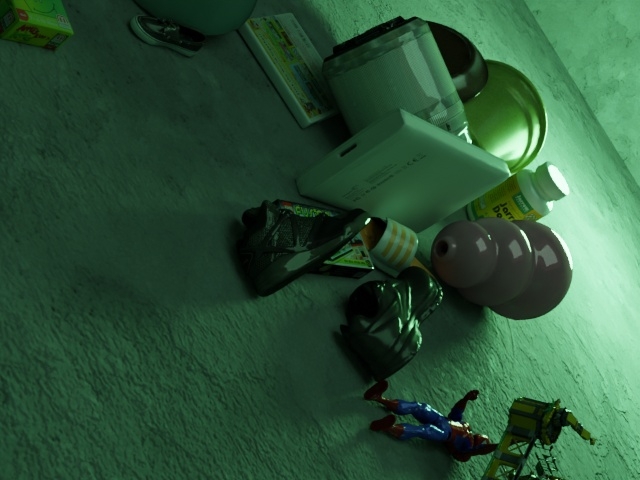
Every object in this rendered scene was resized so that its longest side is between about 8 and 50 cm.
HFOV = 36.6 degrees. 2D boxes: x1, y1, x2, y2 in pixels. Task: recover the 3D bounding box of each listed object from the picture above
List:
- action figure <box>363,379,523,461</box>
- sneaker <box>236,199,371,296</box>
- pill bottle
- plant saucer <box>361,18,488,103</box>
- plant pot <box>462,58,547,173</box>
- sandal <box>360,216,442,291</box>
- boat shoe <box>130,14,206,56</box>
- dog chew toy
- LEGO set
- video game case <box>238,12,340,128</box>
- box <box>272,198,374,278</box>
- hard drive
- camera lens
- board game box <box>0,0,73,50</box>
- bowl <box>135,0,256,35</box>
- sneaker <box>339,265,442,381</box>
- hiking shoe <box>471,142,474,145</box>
[{"bbox_3d":[0.211,0.282,1.534,0.280,0.139,0.091,30,40,-43],"label":"action figure"},{"bbox_3d":[-0.031,-0.020,1.451,0.228,0.087,0.130,-29,80,-28],"label":"sneaker"},{"bbox_3d":[0.441,-0.087,2.155,0.118,0.208,0.117,37,35,-32],"label":"pill bottle"},{"bbox_3d":[0.205,-0.388,2.057,0.311,0.050,0.310,2,43,-2],"label":"plant saucer"},{"bbox_3d":[0.317,-0.222,2.086,0.276,0.276,0.254,55,40,-4],"label":"plant pot"},{"bbox_3d":[0.155,0.020,1.760,0.265,0.076,0.102,37,34,-31],"label":"sandal"},{"bbox_3d":[-0.242,-0.335,1.548,0.142,0.040,0.049,10,53,-53],"label":"boat shoe"},{"bbox_3d":[0.348,0.044,1.914,0.332,0.207,0.206,14,50,-40],"label":"dog chew toy"},{"bbox_3d":[0.379,0.409,1.463,0.255,0.192,0.331,-47,132,-36],"label":"LEGO set"},{"bbox_3d":[-0.046,-0.330,1.854,0.227,0.026,0.206,57,29,-1],"label":"video game case"},{"bbox_3d":[0.000,0.000,1.588,0.207,0.036,0.114,8,55,-53],"label":"box"},{"bbox_3d":[0.156,-0.114,1.730,0.353,0.233,0.047,17,49,-49],"label":"hard drive"},{"bbox_3d":[0.145,-0.273,1.848,0.274,0.219,0.219,65,28,-10],"label":"camera lens"},{"bbox_3d":[-0.410,-0.351,1.311,0.092,0.043,0.181,1,61,-56],"label":"board game box"},{"bbox_3d":[-0.195,-0.513,1.598,0.312,0.163,0.311,19,57,-32],"label":"bowl"},{"bbox_3d":[0.115,0.105,1.595,0.130,0.109,0.286,45,29,-8],"label":"sneaker"},{"bbox_3d":[0.393,-0.202,2.345,0.227,0.086,0.114,-79,165,-69],"label":"hiking shoe"}]
